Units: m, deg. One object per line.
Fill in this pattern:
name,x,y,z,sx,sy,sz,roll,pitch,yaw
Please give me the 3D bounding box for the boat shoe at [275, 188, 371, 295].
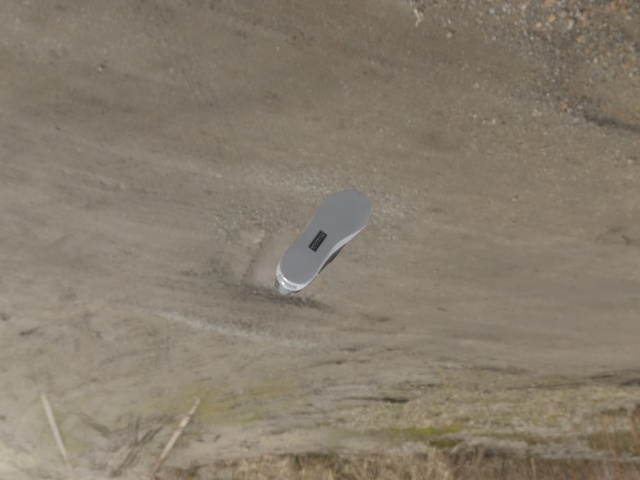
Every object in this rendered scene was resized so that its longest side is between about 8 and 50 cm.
boat shoe,0.000,0.000,0.567,0.049,0.142,0.040,41,148,3
